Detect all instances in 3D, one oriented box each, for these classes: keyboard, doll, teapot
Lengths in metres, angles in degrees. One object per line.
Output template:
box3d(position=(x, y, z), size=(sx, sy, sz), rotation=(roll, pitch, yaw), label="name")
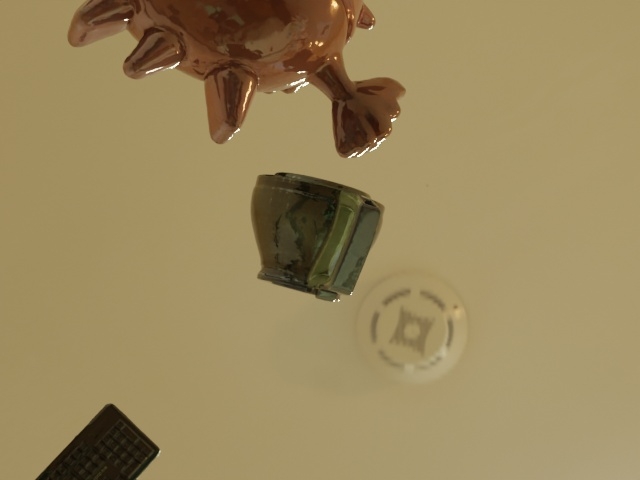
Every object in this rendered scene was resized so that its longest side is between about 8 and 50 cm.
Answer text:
box3d(position=(-0.179, 0.183, 0.972), size=(0.053, 0.010, 0.155), rotation=(42, -97, 0), label="keyboard")
box3d(position=(-0.049, -0.157, 0.812), size=(0.262, 0.093, 0.211), rotation=(46, -125, -3), label="doll")
box3d(position=(0.000, 0.000, 0.692), size=(0.066, 0.088, 0.057), rotation=(15, -93, -27), label="teapot")
